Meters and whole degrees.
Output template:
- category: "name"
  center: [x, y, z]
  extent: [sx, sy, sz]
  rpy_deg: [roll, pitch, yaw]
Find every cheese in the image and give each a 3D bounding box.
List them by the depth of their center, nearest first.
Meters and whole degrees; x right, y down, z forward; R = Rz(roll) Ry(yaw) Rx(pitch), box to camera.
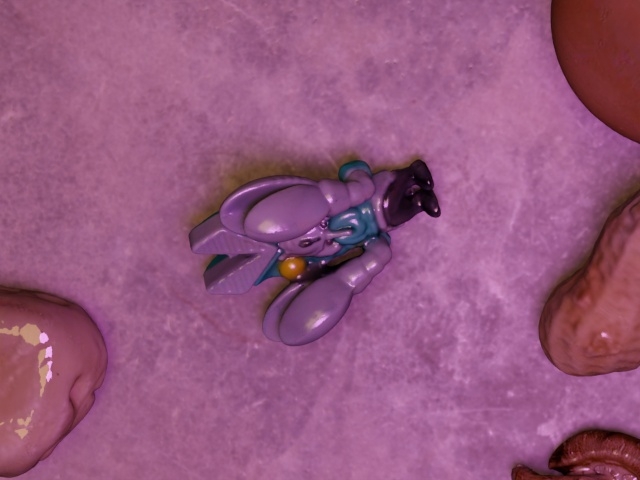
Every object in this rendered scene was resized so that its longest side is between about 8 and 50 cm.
- category: "cheese"
  center: [-0.350, 0.151, 1.752]
  extent: [0.235, 0.117, 0.218]
  rpy_deg: [-14, 93, 12]

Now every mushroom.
- category: "mushroom"
  center: [0.284, 0.264, 1.687]
  extent: [0.171, 0.080, 0.135]
  rpy_deg: [14, 82, 8]

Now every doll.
- category: "doll"
  center: [-0.012, -0.015, 1.674]
  extent: [0.258, 0.153, 0.195]
  rpy_deg: [-42, 114, 12]

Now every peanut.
- category: "peanut"
  center: [0.321, 0.034, 1.605]
  extent: [0.130, 0.130, 0.290]
  rpy_deg: [32, 129, 5]

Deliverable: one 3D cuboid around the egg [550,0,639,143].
- category: "egg"
  center: [0.399, -0.247, 1.531]
  extent: [0.374, 0.301, 0.301]
  rpy_deg: [-39, 87, 9]
